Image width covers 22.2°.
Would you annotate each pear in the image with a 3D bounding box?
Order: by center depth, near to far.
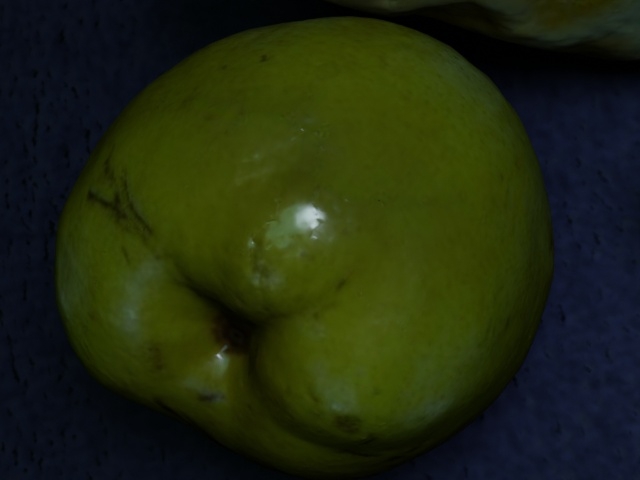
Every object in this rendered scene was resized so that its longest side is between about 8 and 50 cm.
[{"bbox_3d":[0.000,0.000,0.655,0.200,0.200,0.200,-3,78,14],"label":"pear"}]

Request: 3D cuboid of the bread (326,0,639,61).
[{"bbox_3d":[0.069,-0.158,0.656,0.267,0.130,0.152,12,100,-19],"label":"bread"}]
